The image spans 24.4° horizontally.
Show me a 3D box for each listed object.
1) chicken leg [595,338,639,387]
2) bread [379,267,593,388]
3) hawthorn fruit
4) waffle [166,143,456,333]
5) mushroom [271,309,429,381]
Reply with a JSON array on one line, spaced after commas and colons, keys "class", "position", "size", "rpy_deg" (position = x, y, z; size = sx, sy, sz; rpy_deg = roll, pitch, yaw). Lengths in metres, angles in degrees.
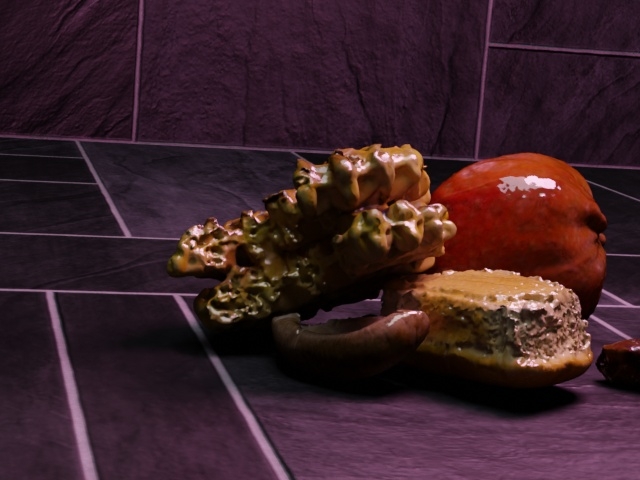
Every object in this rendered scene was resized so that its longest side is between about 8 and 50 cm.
[{"class": "chicken leg", "position": [0.475, 0.139, 1.743], "size": [0.304, 0.093, 0.113], "rpy_deg": [-5, -7, -6]}, {"class": "bread", "position": [0.183, 0.101, 1.678], "size": [0.245, 0.121, 0.174], "rpy_deg": [10, 17, 38]}, {"class": "hawthorn fruit", "position": [0.242, 0.017, 1.878], "size": [0.262, 0.258, 0.258], "rpy_deg": [-34, 17, -5]}, {"class": "waffle", "position": [0.000, 0.000, 1.735], "size": [0.324, 0.151, 0.261], "rpy_deg": [-25, -11, 37]}, {"class": "mushroom", "position": [0.021, 0.118, 1.647], "size": [0.209, 0.072, 0.094], "rpy_deg": [-5, 9, 33]}]
